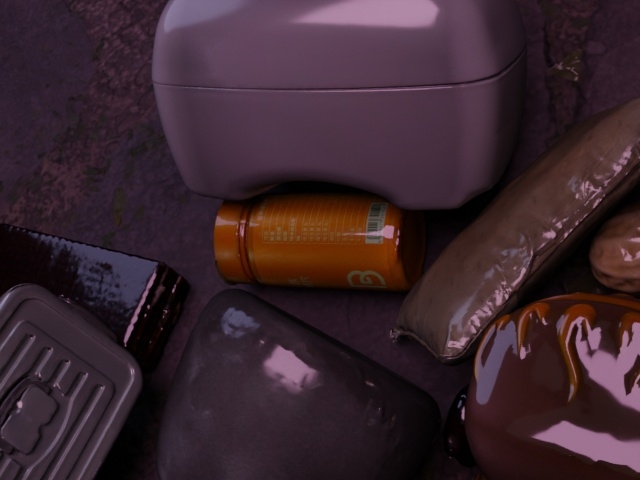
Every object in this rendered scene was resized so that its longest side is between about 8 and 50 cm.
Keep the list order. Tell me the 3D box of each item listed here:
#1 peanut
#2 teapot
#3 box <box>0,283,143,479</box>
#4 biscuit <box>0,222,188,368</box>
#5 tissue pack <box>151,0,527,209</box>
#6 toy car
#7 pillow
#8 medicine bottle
[{"bbox_3d":[0.323,-0.010,0.791,0.194,0.093,0.083,-21,93,1],"label":"peanut"},{"bbox_3d":[-0.038,0.215,0.735,0.285,0.223,0.305,-61,28,-3],"label":"teapot"},{"bbox_3d":[-0.291,0.178,0.849,0.135,0.163,0.243,-31,27,44],"label":"box"},{"bbox_3d":[-0.272,0.057,1.000,0.252,0.070,0.106,11,71,25],"label":"biscuit"},{"bbox_3d":[0.017,-0.168,0.862,0.333,0.236,0.229,3,25,21],"label":"tissue pack"},{"bbox_3d":[0.186,0.198,0.655,0.271,0.240,0.341,15,73,27],"label":"toy car"},{"bbox_3d":[0.182,-0.008,0.804,0.075,0.185,0.302,45,87,-7],"label":"pillow"},{"bbox_3d":[0.000,0.000,0.904,0.191,0.096,0.096,1,67,21],"label":"medicine bottle"}]
